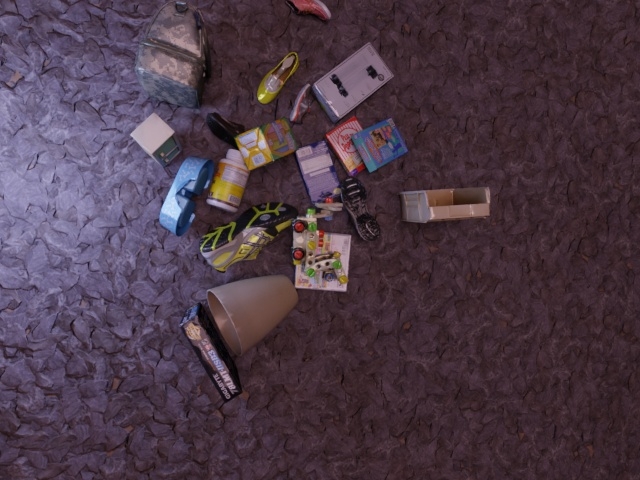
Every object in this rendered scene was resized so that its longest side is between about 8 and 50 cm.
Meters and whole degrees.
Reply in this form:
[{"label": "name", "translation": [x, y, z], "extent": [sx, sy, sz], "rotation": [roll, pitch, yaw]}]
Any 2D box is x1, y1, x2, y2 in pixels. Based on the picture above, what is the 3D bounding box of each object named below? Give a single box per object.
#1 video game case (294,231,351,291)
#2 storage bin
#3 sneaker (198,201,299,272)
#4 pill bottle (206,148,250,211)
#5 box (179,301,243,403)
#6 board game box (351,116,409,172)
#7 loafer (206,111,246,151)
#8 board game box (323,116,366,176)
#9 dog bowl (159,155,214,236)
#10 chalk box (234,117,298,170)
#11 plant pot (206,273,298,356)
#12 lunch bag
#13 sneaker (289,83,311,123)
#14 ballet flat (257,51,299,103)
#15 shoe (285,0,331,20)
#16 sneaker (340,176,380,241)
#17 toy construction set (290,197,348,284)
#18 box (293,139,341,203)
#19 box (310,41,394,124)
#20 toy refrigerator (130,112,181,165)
[{"label": "video game case", "translation": [0.009, 0.080, 1.634], "extent": [0.207, 0.026, 0.226], "rotation": [5, 88, -8]}, {"label": "storage bin", "translation": [0.478, -0.142, 1.646], "extent": [0.263, 0.260, 0.122], "rotation": [-4, 95, -13]}, {"label": "sneaker", "translation": [-0.254, -0.019, 1.562], "extent": [0.385, 0.145, 0.147], "rotation": [-26, 129, -15]}, {"label": "pill bottle", "translation": [-0.330, -0.218, 1.530], "extent": [0.118, 0.117, 0.214], "rotation": [19, 86, -12]}, {"label": "box", "translation": [-0.374, 0.370, 1.437], "extent": [0.074, 0.295, 0.293], "rotation": [-30, 98, -13]}, {"label": "board game box", "translation": [0.238, -0.380, 1.655], "extent": [0.210, 0.047, 0.160], "rotation": [-31, 96, -34]}, {"label": "loafer", "translation": [-0.322, -0.402, 1.559], "extent": [0.220, 0.080, 0.078], "rotation": [38, 59, -20]}, {"label": "board game box", "translation": [0.125, -0.371, 1.668], "extent": [0.147, 0.045, 0.193], "rotation": [-37, 98, -11]}, {"label": "dog bowl", "translation": [-0.474, -0.163, 1.482], "extent": [0.074, 0.166, 0.296], "rotation": [24, 86, 0]}, {"label": "chalk box", "translation": [-0.180, -0.359, 1.527], "extent": [0.213, 0.133, 0.131], "rotation": [-42, 113, -50]}, {"label": "plant pot", "translation": [-0.226, 0.237, 1.514], "extent": [0.274, 0.257, 0.256], "rotation": [-24, 96, -28]}, {"label": "lunch bag", "translation": [-0.472, -0.612, 1.398], "extent": [0.213, 0.305, 0.255], "rotation": [12, 89, -13]}, {"label": "sneaker", "translation": [-0.065, -0.525, 1.624], "extent": [0.065, 0.061, 0.157], "rotation": [21, 96, -23]}, {"label": "ballet flat", "translation": [-0.160, -0.622, 1.585], "extent": [0.077, 0.077, 0.230], "rotation": [39, 83, -11]}, {"label": "shoe", "translation": [-0.049, -0.895, 1.617], "extent": [0.178, 0.063, 0.081], "rotation": [39, 84, -5]}, {"label": "sneaker", "translation": [0.145, -0.120, 1.650], "extent": [0.101, 0.108, 0.271], "rotation": [-20, 89, -8]}, {"label": "toy construction set", "translation": [0.000, 0.000, 1.544], "extent": [0.215, 0.151, 0.326], "rotation": [1, 89, -8]}, {"label": "box", "translation": [-0.008, -0.267, 1.644], "extent": [0.137, 0.036, 0.225], "rotation": [-20, 95, -12]}, {"label": "box", "translation": [0.121, -0.614, 1.644], "extent": [0.290, 0.087, 0.169], "rotation": [-41, 99, -10]}, {"label": "toy refrigerator", "translation": [-0.537, -0.325, 1.404], "extent": [0.094, 0.269, 0.102], "rotation": [44, 81, -10]}]
